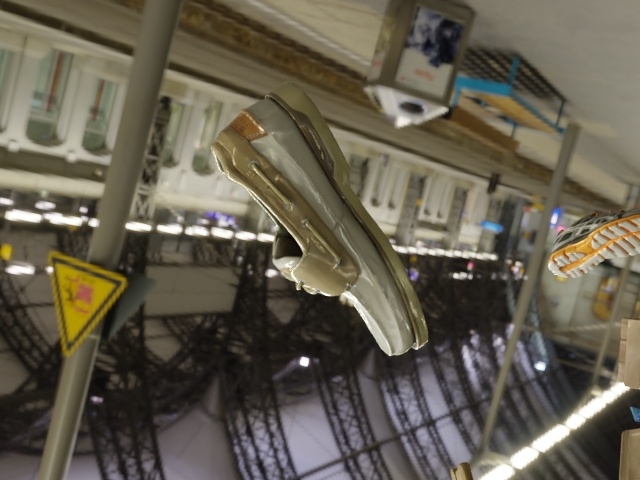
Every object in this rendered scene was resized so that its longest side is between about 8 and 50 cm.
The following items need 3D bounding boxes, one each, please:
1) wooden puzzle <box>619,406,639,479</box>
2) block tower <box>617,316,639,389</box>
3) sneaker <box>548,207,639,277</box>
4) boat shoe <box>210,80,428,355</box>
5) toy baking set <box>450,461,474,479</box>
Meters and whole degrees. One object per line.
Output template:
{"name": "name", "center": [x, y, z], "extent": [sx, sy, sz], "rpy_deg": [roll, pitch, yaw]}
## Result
{"name": "wooden puzzle", "center": [0.380, 0.252, 1.036], "extent": [0.014, 0.116, 0.078], "rpy_deg": [19, 163, -19]}
{"name": "block tower", "center": [0.549, 0.154, 1.193], "extent": [0.335, 0.097, 0.091], "rpy_deg": [6, 179, -24]}
{"name": "sneaker", "center": [0.468, -0.014, 1.467], "extent": [0.084, 0.083, 0.215], "rpy_deg": [38, 137, -27]}
{"name": "boat shoe", "center": [0.000, 0.000, 0.873], "extent": [0.302, 0.103, 0.113], "rpy_deg": [59, 168, -18]}
{"name": "toy baking set", "center": [0.234, 0.442, 1.284], "extent": [0.030, 0.256, 0.197], "rpy_deg": [-11, 175, -2]}
